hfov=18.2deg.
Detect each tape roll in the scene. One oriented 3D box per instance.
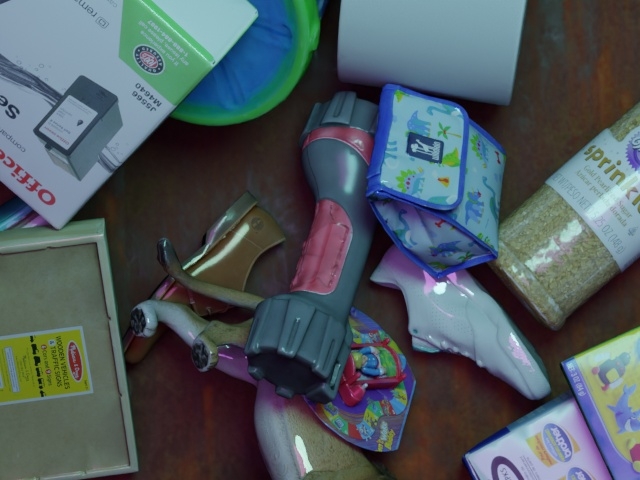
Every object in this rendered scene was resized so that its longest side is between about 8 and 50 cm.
[{"bbox_3d":[0.117,-0.259,1.895,0.169,0.246,0.246,9,86,5],"label":"tape roll"}]

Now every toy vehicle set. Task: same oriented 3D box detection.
[{"bbox_3d":[-0.273,0.114,1.917,0.166,0.035,0.267,-7,117,-3],"label":"toy vehicle set"}]

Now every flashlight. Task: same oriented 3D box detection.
[{"bbox_3d":[0.000,0.000,1.883,0.103,0.103,0.304,5,52,20],"label":"flashlight"}]

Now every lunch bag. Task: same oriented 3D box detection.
[{"bbox_3d":[0.102,-0.060,1.878,0.096,0.151,0.129,-23,45,37],"label":"lunch bag"}]

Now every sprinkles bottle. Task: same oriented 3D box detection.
[{"bbox_3d":[0.319,-0.068,1.925,0.355,0.121,0.121,-41,84,0],"label":"sprinkles bottle"}]

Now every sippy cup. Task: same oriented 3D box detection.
[{"bbox_3d":[-0.083,-0.261,1.900,0.305,0.224,0.240,-8,118,27],"label":"sippy cup"}]

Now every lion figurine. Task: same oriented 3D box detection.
[{"bbox_3d":[-0.023,0.179,1.905,0.240,0.142,0.392,-3,74,-40],"label":"lion figurine"}]

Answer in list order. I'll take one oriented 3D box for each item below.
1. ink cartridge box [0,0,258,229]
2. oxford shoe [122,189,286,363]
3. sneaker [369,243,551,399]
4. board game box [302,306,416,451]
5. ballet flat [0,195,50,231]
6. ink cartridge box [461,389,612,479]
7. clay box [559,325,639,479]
[{"bbox_3d":[-0.220,-0.168,1.804,0.198,0.115,0.273,41,129,-7],"label":"ink cartridge box"},{"bbox_3d":[-0.119,0.052,1.972,0.076,0.076,0.212,44,89,-4],"label":"oxford shoe"},{"bbox_3d":[0.136,0.088,1.953,0.094,0.080,0.212,-42,74,4],"label":"sneaker"},{"bbox_3d":[0.043,0.121,1.910,0.133,0.169,0.033,39,127,-14],"label":"board game box"},{"bbox_3d":[-0.391,0.082,1.972,0.400,0.139,0.139,-29,84,5],"label":"ballet flat"},{"bbox_3d":[0.312,0.253,1.881,0.395,0.151,0.270,-29,82,0],"label":"ink cartridge box"},{"bbox_3d":[0.342,0.122,1.794,0.222,0.053,0.127,-25,82,3],"label":"clay box"}]
